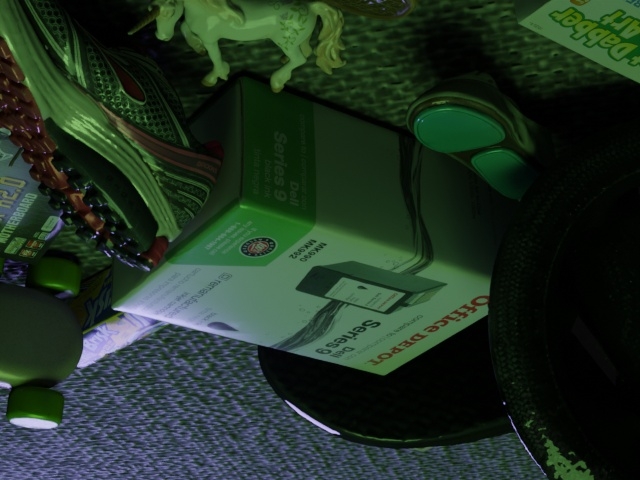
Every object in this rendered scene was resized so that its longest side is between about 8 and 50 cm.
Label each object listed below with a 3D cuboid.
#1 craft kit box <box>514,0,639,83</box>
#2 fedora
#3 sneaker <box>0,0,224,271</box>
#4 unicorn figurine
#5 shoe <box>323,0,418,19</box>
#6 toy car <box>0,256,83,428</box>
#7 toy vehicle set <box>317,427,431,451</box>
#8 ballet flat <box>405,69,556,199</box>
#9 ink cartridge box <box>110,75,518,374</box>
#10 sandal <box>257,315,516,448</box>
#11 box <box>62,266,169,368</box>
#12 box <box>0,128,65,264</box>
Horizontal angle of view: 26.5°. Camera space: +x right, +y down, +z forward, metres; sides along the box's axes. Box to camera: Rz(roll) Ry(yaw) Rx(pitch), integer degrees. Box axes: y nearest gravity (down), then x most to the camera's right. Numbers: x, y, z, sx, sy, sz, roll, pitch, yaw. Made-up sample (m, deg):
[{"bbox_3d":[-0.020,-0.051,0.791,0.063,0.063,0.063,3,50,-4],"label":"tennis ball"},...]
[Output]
[{"bbox_3d":[0.300,-0.182,0.899,0.249,0.061,0.246,18,149,-32],"label":"craft kit box"},{"bbox_3d":[0.269,0.065,1.108,0.334,0.334,0.152,3,-176,-9],"label":"fedora"},{"bbox_3d":[-0.176,-0.116,0.920,0.120,0.112,0.299,17,149,43],"label":"sneaker"},{"bbox_3d":[-0.060,-0.148,0.941,0.161,0.060,0.111,-13,154,-13],"label":"unicorn figurine"},{"bbox_3d":[-0.036,-0.199,0.849,0.219,0.058,0.076,16,167,-23],"label":"shoe"},{"bbox_3d":[-0.326,0.103,1.297,0.149,0.155,0.188,16,156,-30],"label":"toy car"},{"bbox_3d":[0.138,0.178,1.576,0.166,0.035,0.267,17,146,-32],"label":"toy vehicle set"},{"bbox_3d":[0.121,-0.091,1.031,0.072,0.068,0.213,-12,159,26],"label":"ballet flat"},{"bbox_3d":[0.000,0.000,1.142,0.289,0.122,0.211,16,146,-31],"label":"ink cartridge box"},{"bbox_3d":[0.154,0.143,1.372,0.445,0.168,0.107,3,148,-11],"label":"sandal"},{"bbox_3d":[-0.201,0.067,1.321,0.169,0.059,0.054,-27,145,38],"label":"box"},{"bbox_3d":[-0.274,-0.067,1.067,0.183,0.056,0.231,12,148,-26],"label":"box"}]
